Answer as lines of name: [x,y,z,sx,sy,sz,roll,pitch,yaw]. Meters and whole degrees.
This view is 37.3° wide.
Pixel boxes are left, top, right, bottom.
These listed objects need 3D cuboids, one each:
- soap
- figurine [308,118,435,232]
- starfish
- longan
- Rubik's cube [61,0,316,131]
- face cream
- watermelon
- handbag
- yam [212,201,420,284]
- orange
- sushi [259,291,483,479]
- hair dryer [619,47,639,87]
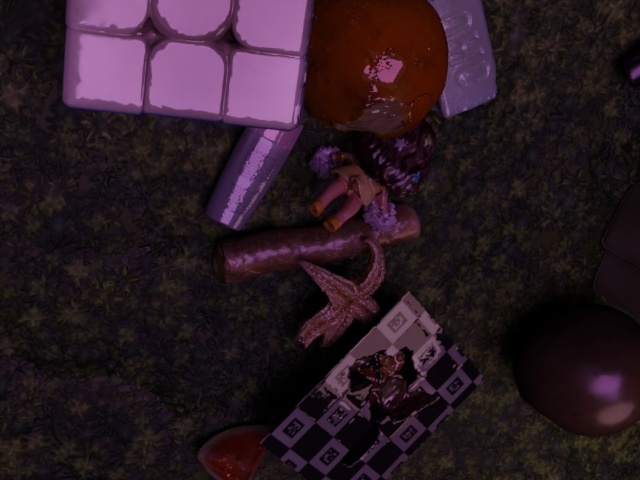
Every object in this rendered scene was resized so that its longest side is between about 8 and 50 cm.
soap: [0.213,-0.309,1.522,0.114,0.063,0.199,-25,117,-12]
figurine: [0.081,-0.109,1.497,0.240,0.116,0.175,-43,92,-11]
starfish: [0.035,0.097,1.570,0.216,0.071,0.238,13,118,-47]
longan: [0.485,0.239,1.741,0.258,0.258,0.258,-7,113,-18]
Rubik's cube: [-0.166,-0.323,1.219,0.291,0.290,0.291,4,110,-9]
face cream: [-0.107,-0.115,1.481,0.084,0.057,0.198,27,97,-28]
watermelon: [-0.133,0.371,1.641,0.135,0.094,0.125,-44,111,-5]
handbag: [0.657,0.051,1.666,0.160,0.358,0.237,11,106,-22]
yam: [0.000,0.000,1.558,0.356,0.081,0.081,-14,115,-16]
orange: [0.068,-0.265,1.386,0.239,0.240,0.240,-7,113,-18]
sushi: [0.089,0.285,1.698,0.359,0.064,0.343,-46,134,-3]
hair dryer: [0.606,-0.464,1.616,0.303,0.120,0.360,-27,108,7]
